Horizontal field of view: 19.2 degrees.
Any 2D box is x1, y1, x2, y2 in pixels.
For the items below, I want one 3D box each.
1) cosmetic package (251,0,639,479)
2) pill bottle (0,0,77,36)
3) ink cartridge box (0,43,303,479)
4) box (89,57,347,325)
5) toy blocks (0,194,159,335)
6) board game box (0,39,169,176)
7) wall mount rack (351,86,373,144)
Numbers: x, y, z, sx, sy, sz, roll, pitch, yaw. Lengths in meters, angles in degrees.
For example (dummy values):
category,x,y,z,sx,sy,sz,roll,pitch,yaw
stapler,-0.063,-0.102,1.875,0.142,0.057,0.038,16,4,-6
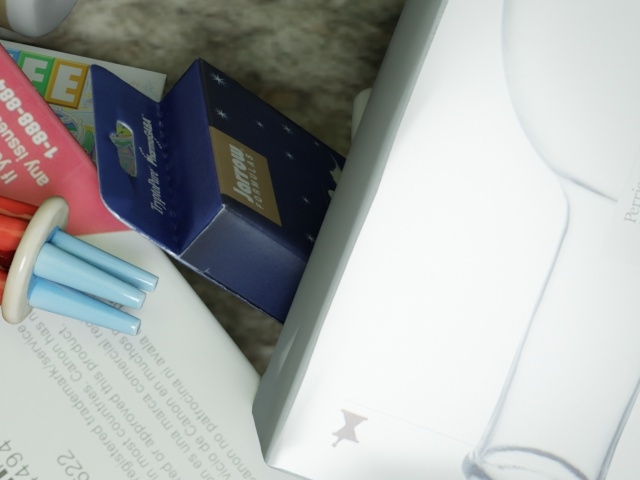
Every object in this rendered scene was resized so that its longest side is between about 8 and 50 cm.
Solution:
category,x,y,z,sx,sy,sz,roll,pitch,yaw
cosmetic package,0.199,0.005,0.697,0.377,0.097,0.284,20,97,-7
pill bottle,-0.206,-0.184,0.945,0.186,0.112,0.112,22,71,6
ink cartridge box,-0.225,0.124,0.793,0.384,0.160,0.279,-36,79,-10
box,0.000,0.000,0.824,0.225,0.136,0.036,32,111,-25
toy blocks,-0.147,0.029,0.709,0.148,0.054,0.123,21,74,4
board game box,-0.162,-0.048,0.941,0.154,0.026,0.103,11,70,3
wall mount rack,-0.038,-0.204,0.820,0.350,0.130,0.304,17,61,-18
